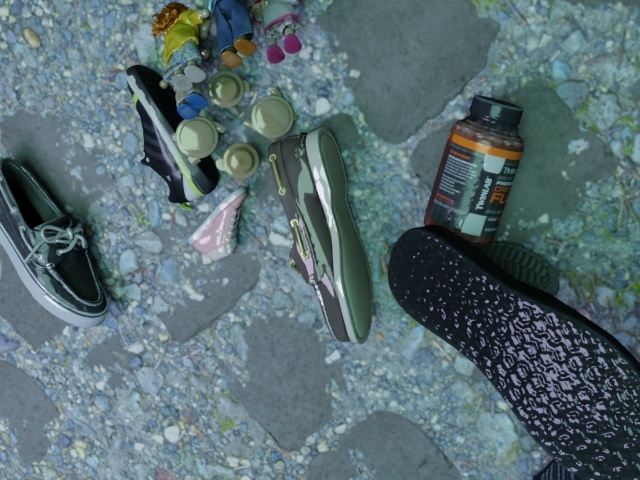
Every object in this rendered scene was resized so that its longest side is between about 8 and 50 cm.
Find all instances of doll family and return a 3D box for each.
[{"bbox_3d":[-0.151,-0.309,1.201,0.263,0.118,0.163,-27,55,19],"label":"doll family"}]

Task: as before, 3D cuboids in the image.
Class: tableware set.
[{"bbox_3d":[-0.129,-0.171,1.266,0.141,0.020,0.168,35,92,-12],"label":"tableware set"}]

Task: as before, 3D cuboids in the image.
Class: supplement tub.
[{"bbox_3d":[0.218,-0.098,1.175,0.106,0.106,0.198,18,108,10],"label":"supplement tub"}]

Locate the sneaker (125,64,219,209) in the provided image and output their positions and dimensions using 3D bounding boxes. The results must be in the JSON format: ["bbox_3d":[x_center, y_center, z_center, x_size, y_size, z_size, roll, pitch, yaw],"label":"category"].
[{"bbox_3d":[-0.251,-0.154,1.301,0.097,0.084,0.234,-28,95,21],"label":"sneaker"}]

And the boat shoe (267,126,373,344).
[{"bbox_3d":[0.000,0.000,1.258,0.097,0.116,0.324,-11,96,22],"label":"boat shoe"}]

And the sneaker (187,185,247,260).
[{"bbox_3d":[-0.144,-0.021,1.323,0.070,0.051,0.134,45,113,-1],"label":"sneaker"}]

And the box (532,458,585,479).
[{"bbox_3d":[0.593,0.376,1.095,0.480,0.297,0.471,36,108,4],"label":"box"}]

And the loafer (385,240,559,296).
[{"bbox_3d":[0.220,0.056,1.232,0.251,0.094,0.087,11,131,22],"label":"loafer"}]

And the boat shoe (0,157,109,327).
[{"bbox_3d":[-0.438,0.000,1.376,0.105,0.113,0.306,-40,81,34],"label":"boat shoe"}]

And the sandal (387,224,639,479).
[{"bbox_3d":[0.270,0.122,1.074,0.446,0.107,0.167,45,126,34],"label":"sandal"}]
